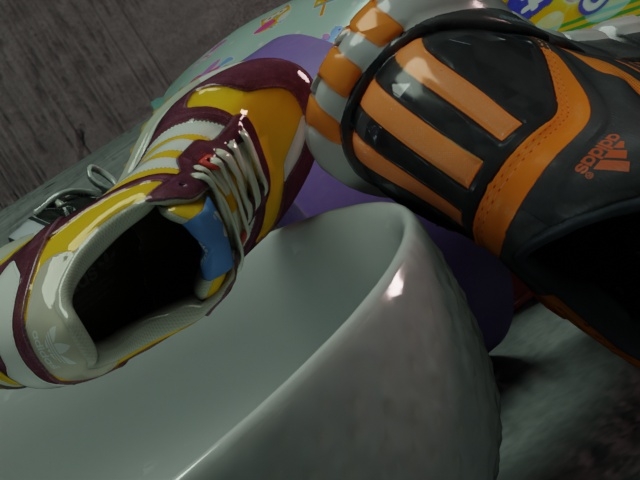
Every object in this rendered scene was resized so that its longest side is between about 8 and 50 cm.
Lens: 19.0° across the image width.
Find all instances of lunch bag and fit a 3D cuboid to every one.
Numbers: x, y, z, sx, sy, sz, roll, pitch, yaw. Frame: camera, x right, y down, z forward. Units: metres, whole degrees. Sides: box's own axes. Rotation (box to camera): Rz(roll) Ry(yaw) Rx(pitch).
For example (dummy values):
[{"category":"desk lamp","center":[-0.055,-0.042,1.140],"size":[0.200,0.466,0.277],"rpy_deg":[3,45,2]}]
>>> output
[{"category":"lunch bag","center":[-0.017,-0.109,1.550],"size":[0.223,0.160,0.262],"rpy_deg":[-31,5,0]}]

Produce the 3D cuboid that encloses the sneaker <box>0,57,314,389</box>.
[{"category":"sneaker","center":[-0.046,-0.007,0.707],"size":[0.084,0.069,0.185],"rpy_deg":[-4,35,51]}]

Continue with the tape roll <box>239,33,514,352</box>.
[{"category":"tape roll","center":[0.000,0.000,0.935],"size":[0.080,0.189,0.189],"rpy_deg":[-38,12,-23]}]

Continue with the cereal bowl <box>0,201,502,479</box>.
[{"category":"cereal bowl","center":[-0.075,0.133,0.681],"size":[0.339,0.141,0.339],"rpy_deg":[-30,11,6]}]

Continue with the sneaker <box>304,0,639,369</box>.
[{"category":"sneaker","center":[0.146,-0.008,0.789],"size":[0.321,0.180,0.124],"rpy_deg":[-1,-55,-50]}]

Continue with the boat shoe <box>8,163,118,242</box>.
[{"category":"boat shoe","center":[-0.197,0.000,1.675],"size":[0.105,0.113,0.306],"rpy_deg":[-48,3,-6]}]

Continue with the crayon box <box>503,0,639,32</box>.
[{"category":"crayon box","center":[0.246,-0.186,1.125],"size":[0.323,0.083,0.203],"rpy_deg":[-33,29,21]}]

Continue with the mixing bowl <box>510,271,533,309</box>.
[{"category":"mixing bowl","center":[0.062,-0.050,1.027],"size":[0.181,0.098,0.181],"rpy_deg":[-30,41,29]}]
